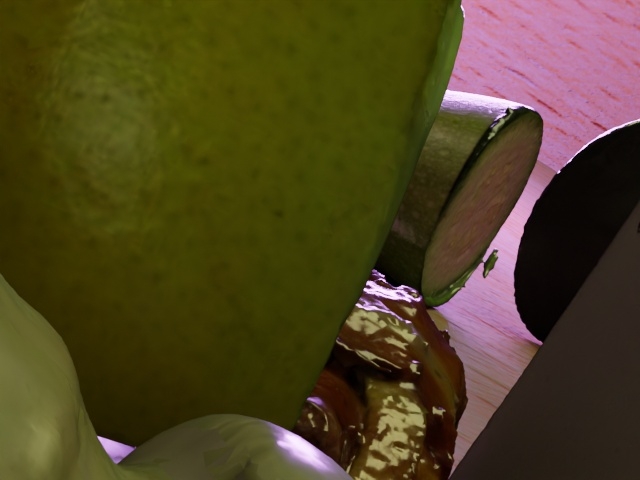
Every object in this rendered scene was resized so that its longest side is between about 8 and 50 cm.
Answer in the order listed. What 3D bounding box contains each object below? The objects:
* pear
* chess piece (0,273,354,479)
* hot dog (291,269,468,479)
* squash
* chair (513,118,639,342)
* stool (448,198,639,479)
[{"bbox_3d":[-0.093,-0.122,0.748,0.238,0.318,0.342,23,11,-31],"label":"pear"},{"bbox_3d":[-0.061,0.088,0.405,0.330,0.182,0.182,37,9,-20],"label":"chess piece"},{"bbox_3d":[0.002,0.063,0.826,0.146,0.103,0.213,33,11,-6],"label":"hot dog"},{"bbox_3d":[0.081,-0.041,1.422,0.122,0.170,0.170,23,5,22],"label":"squash"},{"bbox_3d":[0.341,0.092,1.420,0.226,0.226,0.401,26,15,-40],"label":"chair"},{"bbox_3d":[0.235,0.112,0.877,0.243,0.270,0.170,30,10,-27],"label":"stool"}]
